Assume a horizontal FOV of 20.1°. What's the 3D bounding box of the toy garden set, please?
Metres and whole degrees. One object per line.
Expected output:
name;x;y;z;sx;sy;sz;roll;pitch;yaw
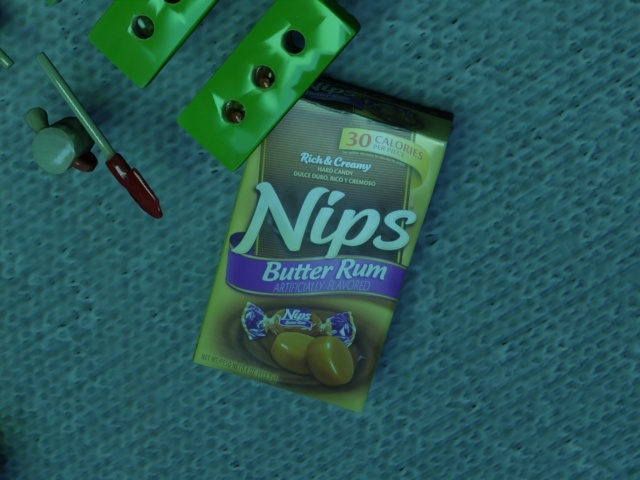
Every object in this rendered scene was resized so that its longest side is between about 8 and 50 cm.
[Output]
toy garden set;-0.128;-0.130;1.005;0.244;0.049;0.204;43;113;1

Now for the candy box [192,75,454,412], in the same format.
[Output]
candy box;0.000;0.000;1.065;0.109;0.053;0.186;17;114;1
